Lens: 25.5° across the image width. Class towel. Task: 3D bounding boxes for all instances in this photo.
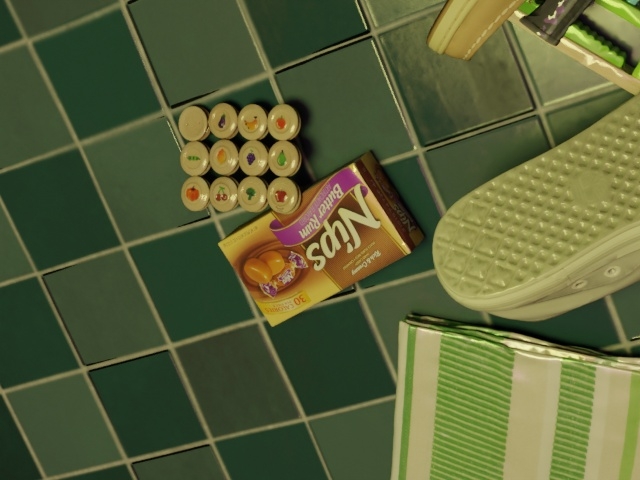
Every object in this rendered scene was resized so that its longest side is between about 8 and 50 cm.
[{"bbox_3d":[0.232,0.208,1.454,0.325,0.038,0.247,10,115,16],"label":"towel"}]

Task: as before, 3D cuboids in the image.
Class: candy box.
[{"bbox_3d":[0.000,0.000,1.453,0.187,0.053,0.109,-29,97,30],"label":"candy box"}]

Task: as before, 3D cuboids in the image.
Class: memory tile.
[{"bbox_3d":[-0.084,-0.084,1.445,0.148,0.012,0.113,2,92,32],"label":"memory tile"}]

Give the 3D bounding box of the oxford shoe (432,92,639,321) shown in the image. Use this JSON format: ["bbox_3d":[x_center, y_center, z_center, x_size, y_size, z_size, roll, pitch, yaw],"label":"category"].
[{"bbox_3d":[0.318,-0.048,1.273,0.449,0.130,0.169,-24,62,17],"label":"oxford shoe"}]

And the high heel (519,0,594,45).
[{"bbox_3d":[0.165,-0.318,1.215,0.261,0.093,0.186,40,110,5],"label":"high heel"}]

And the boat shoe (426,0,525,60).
[{"bbox_3d":[0.222,-0.253,1.106,0.110,0.121,0.341,42,114,-7],"label":"boat shoe"}]

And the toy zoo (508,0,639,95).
[{"bbox_3d":[0.273,-0.298,1.237,0.192,0.030,0.293,33,119,8],"label":"toy zoo"}]
